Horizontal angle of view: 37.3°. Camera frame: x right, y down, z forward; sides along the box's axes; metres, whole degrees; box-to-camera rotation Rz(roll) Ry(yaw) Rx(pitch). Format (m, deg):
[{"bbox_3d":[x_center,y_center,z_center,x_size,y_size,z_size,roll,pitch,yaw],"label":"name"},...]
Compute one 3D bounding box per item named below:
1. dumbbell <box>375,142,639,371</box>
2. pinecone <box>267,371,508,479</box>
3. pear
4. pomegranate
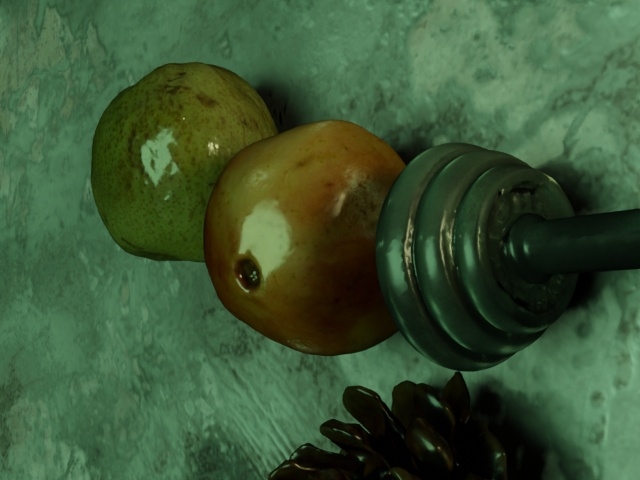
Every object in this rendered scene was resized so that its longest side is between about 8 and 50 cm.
[{"bbox_3d":[0.201,0.000,0.611,0.406,0.179,0.179,-7,83,49],"label":"dumbbell"},{"bbox_3d":[0.056,0.213,0.748,0.202,0.201,0.229,69,164,-3],"label":"pinecone"},{"bbox_3d":[-0.141,-0.082,1.005,0.228,0.188,0.211,-2,90,52],"label":"pear"},{"bbox_3d":[-0.005,0.002,0.838,0.209,0.209,0.209,-2,87,50],"label":"pomegranate"}]
